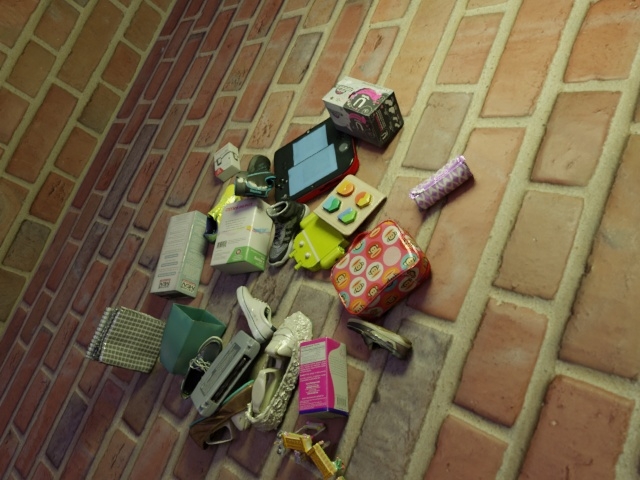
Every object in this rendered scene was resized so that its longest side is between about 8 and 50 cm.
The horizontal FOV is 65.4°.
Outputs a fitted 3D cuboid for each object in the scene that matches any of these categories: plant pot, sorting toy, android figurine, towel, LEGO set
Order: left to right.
[{"bbox_3d":[-0.781,0.412,2.056,0.121,0.284,0.235,14,78,41],"label":"towel"},{"bbox_3d":[-0.515,0.395,1.941,0.165,0.166,0.234,25,92,44],"label":"plant pot"},{"bbox_3d":[-0.004,0.618,1.468,0.287,0.107,0.132,16,113,38],"label":"LEGO set"},{"bbox_3d":[0.000,0.000,1.799,0.273,0.056,0.248,-39,49,14],"label":"android figurine"},{"bbox_3d":[0.098,-0.132,1.751,0.208,0.038,0.193,-44,51,-10],"label":"sorting toy"}]

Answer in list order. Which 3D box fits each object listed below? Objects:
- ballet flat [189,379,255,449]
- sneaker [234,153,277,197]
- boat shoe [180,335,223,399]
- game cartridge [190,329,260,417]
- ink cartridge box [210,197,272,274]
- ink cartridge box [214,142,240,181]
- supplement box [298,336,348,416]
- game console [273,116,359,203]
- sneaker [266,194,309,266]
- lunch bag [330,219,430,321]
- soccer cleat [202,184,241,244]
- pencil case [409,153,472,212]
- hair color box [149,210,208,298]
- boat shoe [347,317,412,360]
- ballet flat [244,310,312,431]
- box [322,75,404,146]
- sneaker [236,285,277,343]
[{"bbox_3d":[-0.313,0.611,1.702,0.342,0.116,0.124,-39,69,17],"label":"ballet flat"},{"bbox_3d":[-0.245,-0.252,2.049,0.341,0.140,0.125,-72,-5,-59],"label":"sneaker"},{"bbox_3d":[-0.448,0.477,1.864,0.254,0.095,0.079,-54,6,4],"label":"boat shoe"},{"bbox_3d":[-0.337,0.460,1.756,0.297,0.062,0.198,-53,15,-12],"label":"game cartridge"},{"bbox_3d":[-0.312,-0.016,2.015,0.201,0.117,0.278,-9,62,35],"label":"ink cartridge box"},{"bbox_3d":[-0.440,-0.369,2.345,0.109,0.063,0.150,-31,52,23],"label":"ink cartridge box"},{"bbox_3d":[0.010,0.421,1.526,0.114,0.111,0.220,-19,56,32],"label":"supplement box"},{"bbox_3d":[-0.030,-0.323,1.992,0.386,0.060,0.342,-26,53,26],"label":"game console"},{"bbox_3d":[-0.155,-0.042,1.877,0.101,0.153,0.268,21,82,44],"label":"sneaker"},{"bbox_3d":[0.172,0.082,1.569,0.293,0.120,0.258,-42,47,15],"label":"lunch bag"},{"bbox_3d":[-0.427,-0.123,2.163,0.093,0.121,0.289,0,68,40],"label":"soccer cleat"},{"bbox_3d":[0.374,-0.182,1.567,0.206,0.088,0.086,-38,51,16],"label":"pencil case"},{"bbox_3d":[-0.614,0.067,2.221,0.185,0.113,0.374,-9,61,36],"label":"hair color box"},{"bbox_3d":[0.163,0.294,1.492,0.223,0.080,0.073,15,72,38],"label":"boat shoe"},{"bbox_3d":[-0.137,0.419,1.634,0.147,0.147,0.409,4,69,40],"label":"ballet flat"},{"bbox_3d":[0.153,-0.472,1.816,0.247,0.163,0.142,32,74,39],"label":"box"},{"bbox_3d":[-0.230,0.260,1.837,0.091,0.094,0.258,-32,53,-1],"label":"sneaker"}]
